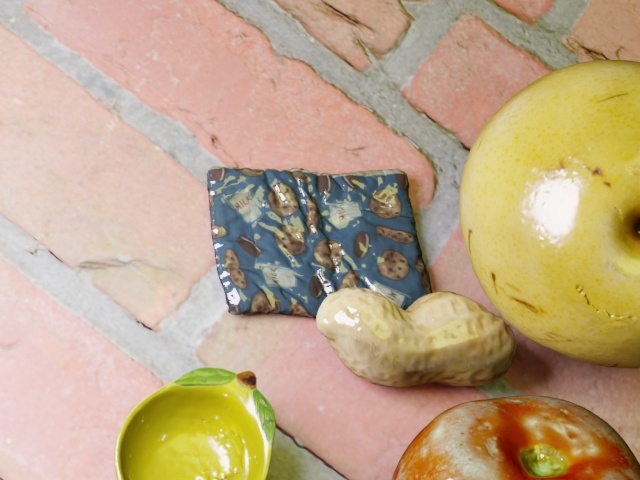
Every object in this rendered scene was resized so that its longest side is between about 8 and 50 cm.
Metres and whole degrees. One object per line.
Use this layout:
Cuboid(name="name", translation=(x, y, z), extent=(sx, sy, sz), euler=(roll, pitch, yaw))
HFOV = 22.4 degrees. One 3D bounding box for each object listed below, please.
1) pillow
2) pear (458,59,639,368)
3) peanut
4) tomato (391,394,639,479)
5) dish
Cuboid(name="pillow", translation=(-0.001, 0.001, 1.799), extent=(0.255, 0.034, 0.189), euler=(2, 63, -23))
Cuboid(name="pear", translation=(0.319, -0.029, 1.748), extent=(0.348, 0.348, 0.348), euler=(10, 58, -17))
Cuboid(name="peanut", translation=(0.104, 0.106, 1.739), extent=(0.229, 0.098, 0.103), euler=(5, 42, -20))
Cuboid(name="tomato", translation=(0.196, 0.289, 1.593), extent=(0.270, 0.223, 0.270), euler=(11, 30, -6))
Cuboid(name="dish", translation=(-0.128, 0.219, 1.588), extent=(0.149, 0.080, 0.208), euler=(36, 56, 5))
